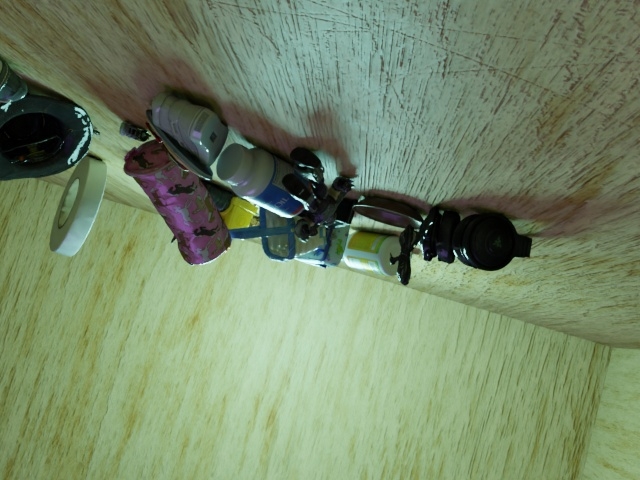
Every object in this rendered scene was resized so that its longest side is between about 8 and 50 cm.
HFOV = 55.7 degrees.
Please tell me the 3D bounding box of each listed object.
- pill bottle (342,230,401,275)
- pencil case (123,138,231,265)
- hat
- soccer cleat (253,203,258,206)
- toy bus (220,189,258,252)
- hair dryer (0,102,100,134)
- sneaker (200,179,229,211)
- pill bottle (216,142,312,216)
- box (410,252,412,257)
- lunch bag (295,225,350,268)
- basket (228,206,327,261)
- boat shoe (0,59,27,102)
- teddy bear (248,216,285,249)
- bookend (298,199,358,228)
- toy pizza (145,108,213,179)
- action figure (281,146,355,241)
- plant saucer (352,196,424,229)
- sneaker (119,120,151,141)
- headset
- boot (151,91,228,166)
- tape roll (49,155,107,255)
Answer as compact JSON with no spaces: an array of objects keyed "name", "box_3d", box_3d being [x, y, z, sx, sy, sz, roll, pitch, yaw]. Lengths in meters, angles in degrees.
[{"name":"pill bottle","box_3d":[0.165,0.039,2.086,0.136,0.136,0.246,23,171,-42]},{"name":"pencil case","box_3d":[-0.384,-0.102,1.658,0.386,0.167,0.160,70,173,-46]},{"name":"hat","box_3d":[-0.756,-0.298,1.567,0.332,0.133,0.331,-25,161,-9]},{"name":"soccer cleat","box_3d":[-0.208,-0.128,2.106,0.036,0.029,0.083,24,167,-18]},{"name":"toy bus","box_3d":[-0.363,-0.069,2.199,0.220,0.211,0.149,14,174,36]},{"name":"hair dryer","box_3d":[-0.795,-0.347,1.719,0.294,0.080,0.224,16,159,-37]},{"name":"sneaker","box_3d":[-0.454,-0.175,2.116,0.287,0.108,0.130,3,157,35]},{"name":"pill bottle","box_3d":[-0.132,-0.143,1.419,0.124,0.124,0.222,10,170,44]},{"name":"box","box_3d":[0.248,0.032,2.244,0.186,0.038,0.145,15,173,9]},{"name":"lunch bag","box_3d":[0.000,0.000,2.010,0.090,0.175,0.219,19,174,-30]},{"name":"basket","box_3d":[-0.147,-0.035,1.869,0.289,0.200,0.255,-13,-171,-30]},{"name":"boat shoe","box_3d":[-0.788,-0.352,1.383,0.320,0.116,0.099,5,164,36]},{"name":"teddy bear","box_3d":[-0.222,-0.044,2.580,0.245,0.113,0.338,29,176,-28]},{"name":"bookend","box_3d":[0.001,-0.096,1.686,0.157,0.072,0.156,19,172,-13]},{"name":"toy pizza","box_3d":[-0.312,-0.203,1.325,0.201,0.032,0.201,49,-174,-7]},{"name":"action figure","box_3d":[-0.007,-0.091,1.385,0.099,0.185,0.285,27,169,23]},{"name":"plant saucer","box_3d":[0.183,-0.074,1.580,0.199,0.036,0.198,17,173,2]},{"name":"sneaker","box_3d":[-0.467,-0.275,1.550,0.069,0.038,0.098,15,-178,4]},{"name":"headset","box_3d":[0.319,0.022,1.402,0.395,0.185,0.244,8,180,-42]},{"name":"boot","box_3d":[-0.270,-0.236,1.252,0.124,0.095,0.258,30,170,1]},{"name":"tape roll","box_3d":[-0.922,-0.130,2.298,0.072,0.391,0.392,22,171,-33]}]
